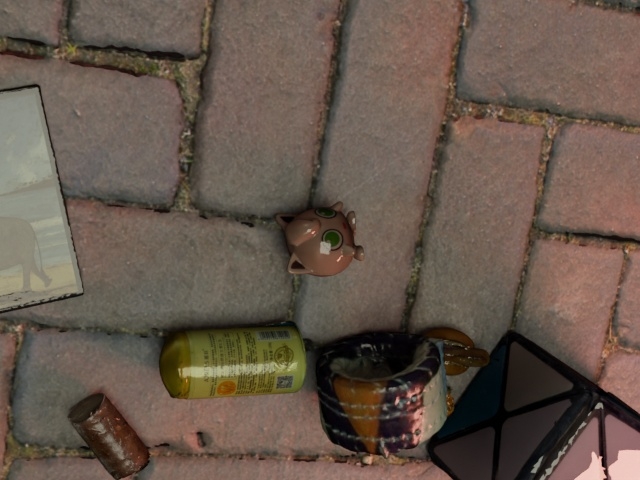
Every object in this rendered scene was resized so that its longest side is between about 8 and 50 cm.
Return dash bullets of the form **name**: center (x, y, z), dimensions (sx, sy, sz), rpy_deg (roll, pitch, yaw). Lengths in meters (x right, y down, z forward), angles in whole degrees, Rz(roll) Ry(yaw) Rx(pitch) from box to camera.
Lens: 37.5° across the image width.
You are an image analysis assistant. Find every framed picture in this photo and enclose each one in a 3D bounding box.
- **framed picture**: center (-0.527, -0.048, 1.446), dimensions (0.265, 0.016, 0.347), rpy_deg (-11, 106, -15)

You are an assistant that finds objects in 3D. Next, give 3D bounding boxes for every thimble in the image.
- **thimble**: center (0.111, 0.254, 1.622), dimensions (0.237, 0.237, 0.150), rpy_deg (-12, 111, -15)

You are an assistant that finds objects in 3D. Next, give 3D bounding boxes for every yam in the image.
- **yam**: center (-0.349, 0.327, 1.565), dimensions (0.079, 0.079, 0.141), rpy_deg (-33, 110, -8)

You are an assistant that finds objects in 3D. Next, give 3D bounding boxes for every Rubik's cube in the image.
- **Rubik's cube**: center (0.426, 0.395, 1.721), dimensions (0.305, 0.307, 0.310), rpy_deg (32, 93, -25)

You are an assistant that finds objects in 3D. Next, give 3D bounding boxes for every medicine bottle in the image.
- **medicine bottle**: center (-0.150, 0.204, 1.580), dimensions (0.239, 0.124, 0.124), rpy_deg (-2, 104, -17)

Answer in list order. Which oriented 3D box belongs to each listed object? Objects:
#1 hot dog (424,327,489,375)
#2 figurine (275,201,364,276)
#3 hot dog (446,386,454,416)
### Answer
- **hot dog**: center (0.242, 0.210, 1.742), dimensions (0.140, 0.060, 0.089), rpy_deg (22, 100, -25)
- **figurine**: center (0.000, 0.000, 1.573), dimensions (0.138, 0.125, 0.125), rpy_deg (-1, 104, -15)
- **hot dog**: center (0.173, 0.326, 1.750), dimensions (0.188, 0.055, 0.072), rpy_deg (-24, 108, -10)
